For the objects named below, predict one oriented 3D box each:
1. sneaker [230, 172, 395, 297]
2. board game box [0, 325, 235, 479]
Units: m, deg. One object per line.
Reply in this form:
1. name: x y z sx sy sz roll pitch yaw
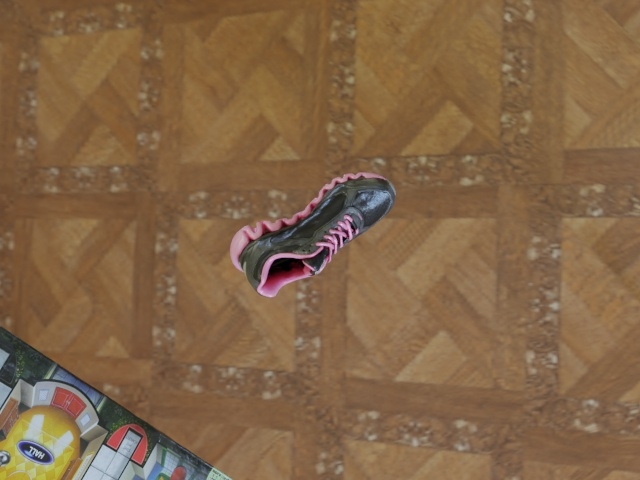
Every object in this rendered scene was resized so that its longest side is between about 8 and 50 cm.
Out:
1. sneaker: 0.000 0.000 0.752 0.119 0.047 0.057 -29 37 3
2. board game box: -0.131 0.103 0.412 0.030 0.259 0.136 21 73 38
